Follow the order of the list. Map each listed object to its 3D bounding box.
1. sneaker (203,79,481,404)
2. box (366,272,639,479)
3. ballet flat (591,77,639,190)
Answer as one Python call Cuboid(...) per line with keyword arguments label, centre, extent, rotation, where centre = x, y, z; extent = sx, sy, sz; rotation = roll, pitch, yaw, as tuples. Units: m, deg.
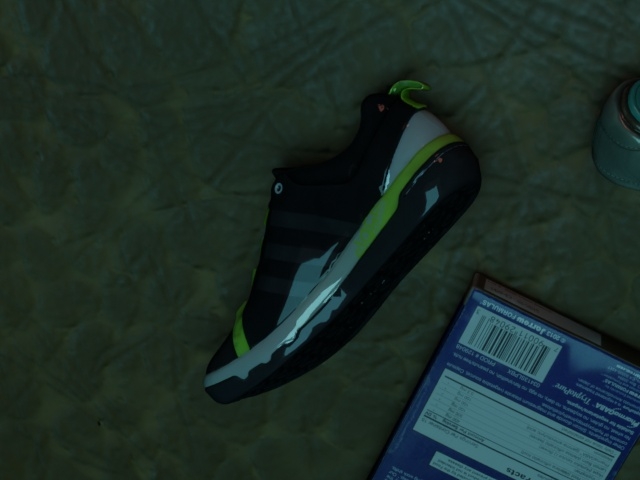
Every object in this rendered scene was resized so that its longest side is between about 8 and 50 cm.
Cuboid(label="sneaker", centre=(0.000, 0.000, 1.011), extent=(0.235, 0.084, 0.097), rotation=(-47, 73, 19))
Cuboid(label="box", centre=(0.108, 0.146, 1.052), extent=(0.136, 0.036, 0.225), rotation=(26, 110, 0))
Cuboid(label="ballet flat", centre=(0.259, -0.033, 0.959), extent=(0.213, 0.072, 0.068), rotation=(20, 138, 2))
